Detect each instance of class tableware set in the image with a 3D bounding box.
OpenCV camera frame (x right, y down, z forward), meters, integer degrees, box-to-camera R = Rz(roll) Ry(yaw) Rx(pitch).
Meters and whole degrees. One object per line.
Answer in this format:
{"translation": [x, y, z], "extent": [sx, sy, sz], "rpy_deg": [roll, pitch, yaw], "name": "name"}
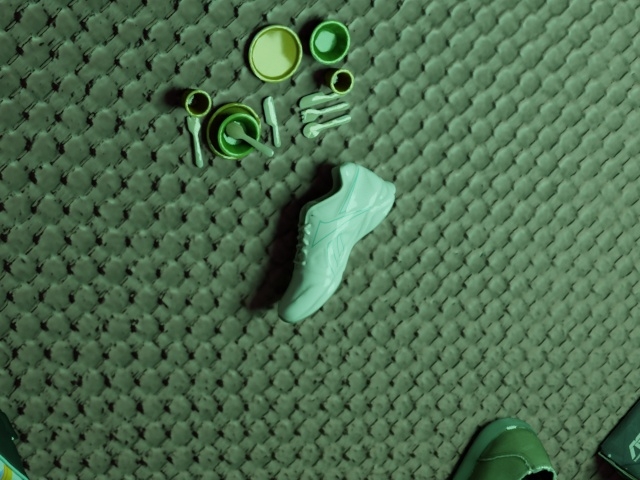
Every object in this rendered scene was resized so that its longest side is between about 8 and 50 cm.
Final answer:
{"translation": [-0.041, -0.122, 1.046], "extent": [0.154, 0.024, 0.104], "rpy_deg": [-18, 114, -20], "name": "tableware set"}

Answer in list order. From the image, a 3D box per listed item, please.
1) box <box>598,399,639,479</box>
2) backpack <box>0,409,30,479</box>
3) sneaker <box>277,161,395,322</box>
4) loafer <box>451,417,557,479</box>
{"translation": [0.532, 0.182, 1.400], "extent": [0.395, 0.097, 0.318], "rpy_deg": [-49, 123, -3], "name": "box"}
{"translation": [-0.327, 0.189, 0.940], "extent": [0.188, 0.144, 0.166], "rpy_deg": [-30, 138, -1], "name": "backpack"}
{"translation": [0.000, 0.000, 1.098], "extent": [0.061, 0.054, 0.152], "rpy_deg": [35, 85, -22], "name": "sneaker"}
{"translation": [0.154, 0.298, 1.255], "extent": [0.094, 0.087, 0.251], "rpy_deg": [19, 99, -31], "name": "loafer"}
